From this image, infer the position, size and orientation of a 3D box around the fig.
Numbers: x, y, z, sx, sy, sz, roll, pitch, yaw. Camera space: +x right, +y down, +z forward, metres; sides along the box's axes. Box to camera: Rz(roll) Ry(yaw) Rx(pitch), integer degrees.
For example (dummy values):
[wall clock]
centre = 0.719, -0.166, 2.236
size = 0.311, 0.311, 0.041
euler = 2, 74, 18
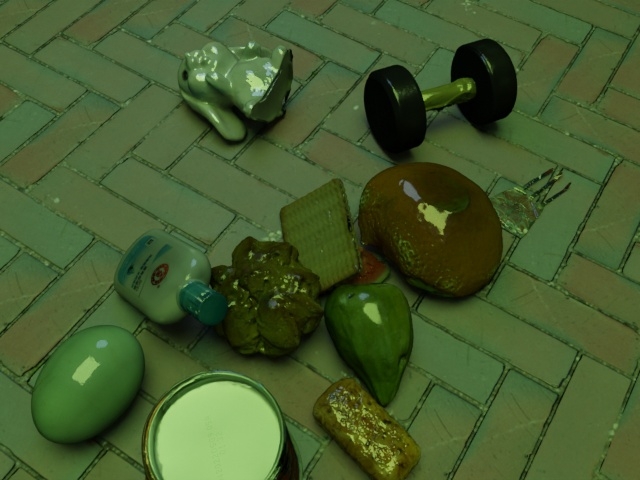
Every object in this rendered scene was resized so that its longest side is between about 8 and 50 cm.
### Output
[fig]
centre = 0.103, 0.176, 1.340
size = 0.167, 0.167, 0.234
euler = -13, 51, -11

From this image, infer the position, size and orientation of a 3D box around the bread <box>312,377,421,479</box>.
[bread]
centre = 0.084, 0.349, 1.272
size = 0.114, 0.083, 0.211
euler = -37, 66, -28

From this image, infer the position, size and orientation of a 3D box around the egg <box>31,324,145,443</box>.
[egg]
centre = -0.419, 0.258, 1.262
size = 0.168, 0.168, 0.231
euler = 28, 65, 16

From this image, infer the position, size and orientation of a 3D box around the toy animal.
[toy animal]
centre = -0.202, -0.389, 1.712
size = 0.249, 0.174, 0.289
euler = -42, 67, -13

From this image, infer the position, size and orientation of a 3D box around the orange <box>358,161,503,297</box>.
[orange]
centre = 0.247, -0.048, 1.492
size = 0.262, 0.196, 0.335
euler = -11, 49, -35

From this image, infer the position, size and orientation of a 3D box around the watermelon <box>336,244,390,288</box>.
[watermelon]
centre = 0.086, 0.045, 1.471
size = 0.135, 0.094, 0.125
euler = 8, 49, -9

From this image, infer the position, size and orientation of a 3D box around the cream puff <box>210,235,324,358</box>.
[cream puff]
centre = -0.115, 0.110, 1.368
size = 0.244, 0.196, 0.244
euler = -21, 33, 15

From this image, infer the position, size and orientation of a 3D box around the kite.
[kite]
centre = 0.491, -0.094, 1.628
size = 0.229, 0.016, 0.127
euler = -31, 65, -17

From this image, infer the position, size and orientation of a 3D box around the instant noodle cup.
[instant noodle cup]
centre = -0.168, 0.367, 1.169
size = 0.296, 0.214, 0.296
euler = 1, 56, -2

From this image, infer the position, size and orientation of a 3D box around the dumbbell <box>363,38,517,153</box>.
[dumbbell]
centre = 0.285, -0.347, 1.676
size = 0.322, 0.204, 0.204
euler = -19, 59, -14

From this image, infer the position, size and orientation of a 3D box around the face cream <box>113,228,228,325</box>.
[face cream]
centre = -0.285, 0.082, 1.340
size = 0.336, 0.080, 0.163
euler = 23, 76, 50

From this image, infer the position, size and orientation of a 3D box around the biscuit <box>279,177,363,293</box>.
[biscuit]
centre = 0.000, 0.000, 1.486
size = 0.172, 0.029, 0.255
euler = -27, 52, 23
